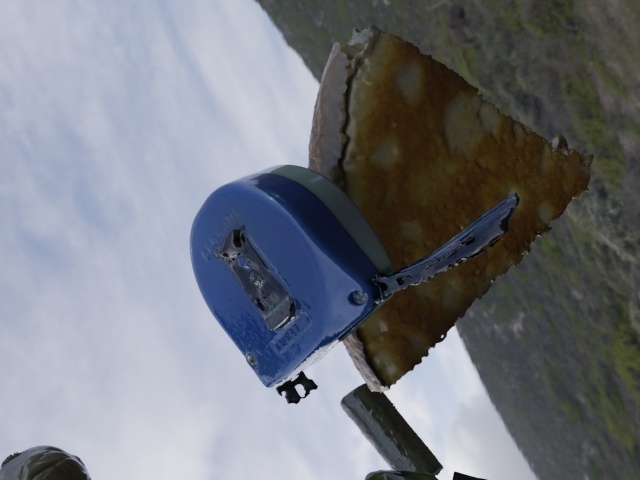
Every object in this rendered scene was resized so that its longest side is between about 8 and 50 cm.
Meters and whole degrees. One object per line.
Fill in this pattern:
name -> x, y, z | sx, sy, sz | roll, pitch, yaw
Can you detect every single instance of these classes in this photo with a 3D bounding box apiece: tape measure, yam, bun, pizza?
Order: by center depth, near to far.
tape measure -> 0.000, 0.000, 0.677 | 0.215, 0.351, 0.098 | 52, -138, 9
pizza -> 0.174, -0.048, 0.920 | 0.130, 0.406, 0.439 | -164, 68, -64
yam -> 0.106, 0.289, 1.054 | 0.169, 0.068, 0.068 | 48, -172, 27
bun -> -0.422, 0.396, 1.122 | 0.113, 0.167, 0.173 | -41, -27, -45

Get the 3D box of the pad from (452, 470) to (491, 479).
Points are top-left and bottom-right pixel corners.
pad -> 0.301, 0.564, 1.398 | 0.004, 0.116, 0.193 | 60, -137, -69

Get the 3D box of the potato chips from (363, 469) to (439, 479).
potato chips -> 0.048, 0.449, 0.681 | 0.389, 0.373, 0.097 | 66, 161, 13
